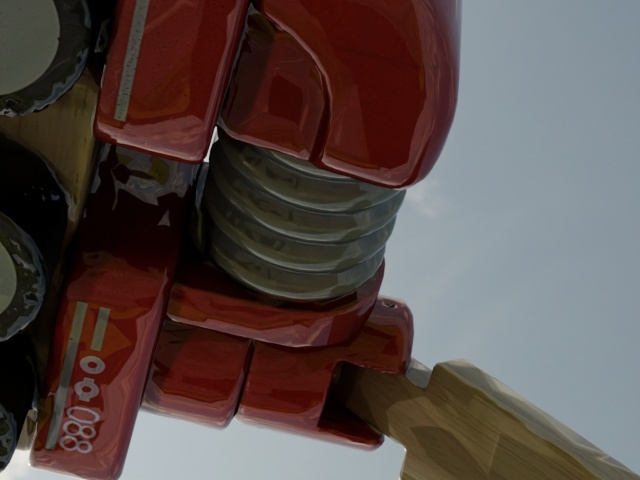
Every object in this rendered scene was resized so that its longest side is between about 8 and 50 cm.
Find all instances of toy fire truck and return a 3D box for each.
[{"bbox_3d":[0.000,0.000,0.432,0.246,0.158,0.217,14,-49,-6],"label":"toy fire truck"}]
